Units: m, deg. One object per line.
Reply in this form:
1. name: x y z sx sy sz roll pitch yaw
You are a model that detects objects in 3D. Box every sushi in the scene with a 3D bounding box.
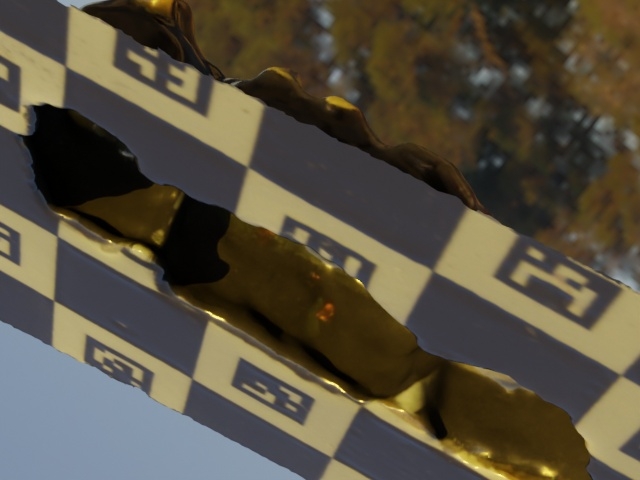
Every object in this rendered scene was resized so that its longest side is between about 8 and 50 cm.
1. sushi: 0.000 0.000 0.438 0.215 0.050 0.192 27 155 8
